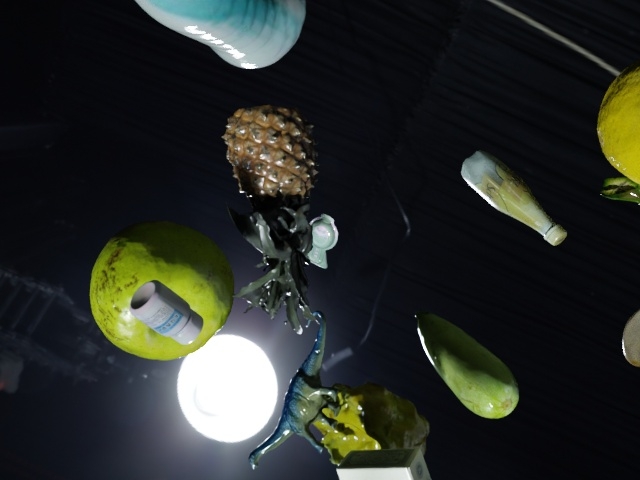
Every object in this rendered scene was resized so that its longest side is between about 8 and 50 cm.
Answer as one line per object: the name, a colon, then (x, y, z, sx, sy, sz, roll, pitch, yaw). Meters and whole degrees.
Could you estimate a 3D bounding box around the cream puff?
cream puff: (0.104, 0.445, 1.212, 0.185, 0.281, 0.282, -61, -2, -27)

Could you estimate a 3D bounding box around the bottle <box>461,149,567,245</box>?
bottle: (0.410, -0.091, 1.116, 0.083, 0.270, 0.083, -23, -37, -19)

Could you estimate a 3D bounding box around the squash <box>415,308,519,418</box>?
squash: (0.300, 0.259, 1.152, 0.119, 0.118, 0.370, -65, 22, 9)

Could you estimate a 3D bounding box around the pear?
pear: (-0.419, 0.118, 1.394, 0.391, 0.390, 0.392, -155, 90, -90)

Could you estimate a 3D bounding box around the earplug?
earplug: (-0.157, -0.350, 0.699, 0.185, 0.184, 0.324, -65, -12, 15)

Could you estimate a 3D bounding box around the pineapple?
pineapple: (-0.071, -0.032, 0.848, 0.165, 0.165, 0.365, 117, 148, -83)

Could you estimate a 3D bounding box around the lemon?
lemon: (0.579, -0.193, 0.856, 0.219, 0.240, 0.241, 53, -119, -81)

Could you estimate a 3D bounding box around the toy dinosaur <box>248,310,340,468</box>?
toy dinosaur: (-0.028, 0.337, 1.105, 0.363, 0.147, 0.076, -68, -18, -1)

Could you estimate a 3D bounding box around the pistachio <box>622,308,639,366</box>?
pistachio: (0.934, 0.236, 1.387, 0.288, 0.197, 0.166, -37, -5, 6)

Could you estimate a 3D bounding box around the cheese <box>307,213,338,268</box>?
cheese: (0.000, 0.000, 1.073, 0.026, 0.067, 0.121, -43, -25, -53)

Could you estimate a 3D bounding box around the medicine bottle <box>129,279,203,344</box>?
medicine bottle: (-0.194, 0.093, 0.667, 0.052, 0.089, 0.052, -22, 43, 22)

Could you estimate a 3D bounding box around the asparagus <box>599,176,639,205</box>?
asparagus: (0.775, -0.101, 1.145, 0.080, 0.286, 0.080, 10, -90, -72)

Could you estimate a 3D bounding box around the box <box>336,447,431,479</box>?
box: (0.151, 0.537, 1.014, 0.164, 0.257, 0.069, -18, 3, 34)
